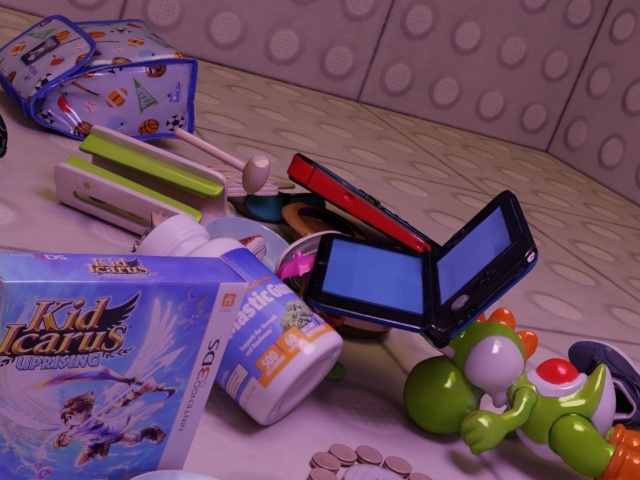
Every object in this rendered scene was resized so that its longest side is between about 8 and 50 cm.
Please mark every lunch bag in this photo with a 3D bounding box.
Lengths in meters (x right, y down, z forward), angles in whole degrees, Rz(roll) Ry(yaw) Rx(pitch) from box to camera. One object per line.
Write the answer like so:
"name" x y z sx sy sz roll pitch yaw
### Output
"lunch bag" -0.519 -0.370 2.199 0.386 0.238 0.328 -10 31 -29

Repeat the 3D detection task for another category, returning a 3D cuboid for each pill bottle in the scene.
"pill bottle" -0.115 0.092 1.241 0.272 0.152 0.152 42 23 16

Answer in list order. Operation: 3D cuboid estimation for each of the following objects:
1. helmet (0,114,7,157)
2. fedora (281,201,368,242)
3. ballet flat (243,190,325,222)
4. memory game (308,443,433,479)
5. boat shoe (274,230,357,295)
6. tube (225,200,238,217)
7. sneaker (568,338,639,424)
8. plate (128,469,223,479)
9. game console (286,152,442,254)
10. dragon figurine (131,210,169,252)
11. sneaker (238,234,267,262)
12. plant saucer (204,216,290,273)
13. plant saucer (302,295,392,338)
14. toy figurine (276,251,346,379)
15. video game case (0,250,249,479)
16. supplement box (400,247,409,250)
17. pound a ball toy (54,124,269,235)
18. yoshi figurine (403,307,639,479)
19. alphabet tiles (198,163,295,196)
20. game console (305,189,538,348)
"helmet" -0.619 -0.186 1.621 0.169 0.169 0.161 22 1 8
"fedora" 0.000 0.000 1.877 0.194 0.079 0.194 21 22 -9
"ballet flat" -0.085 -0.071 2.037 0.203 0.074 0.074 -1 26 -35
"memory game" 0.072 0.299 1.154 0.186 0.012 0.186 19 16 -6
"boat shoe" 0.068 0.055 1.635 0.095 0.112 0.335 28 14 39
"tube" -0.163 0.005 1.731 0.070 0.062 0.240 -27 32 -2
"sneaker" 0.484 0.239 1.671 0.163 0.086 0.226 9 21 -40
"plate" -0.119 0.291 0.949 0.188 0.024 0.188 17 18 -6
"game console" 0.110 -0.063 2.022 0.342 0.060 0.386 30 5 11
"dragon figurine" -0.247 0.057 1.416 0.085 0.144 0.289 18 36 -11
"sneaker" -0.135 0.065 1.494 0.092 0.088 0.225 61 28 -16
"plant saucer" -0.120 0.044 1.614 0.195 0.037 0.195 22 38 -18
"plant saucer" 0.044 0.122 1.638 0.168 0.029 0.168 19 18 -6
"toy figurine" -0.017 0.100 1.416 0.173 0.159 0.130 23 17 6
"video game case" -0.223 0.133 0.940 0.270 0.244 0.061 2 24 -44
"supplement box" 0.146 0.049 1.916 0.098 0.062 0.036 0 27 -46
"pound a ball toy" -0.274 -0.095 1.712 0.319 0.135 0.208 22 48 10
"yoshi figurine" 0.263 0.249 1.340 0.362 0.203 0.203 36 55 11
"alphabet tiles" -0.207 -0.128 2.008 0.278 0.021 0.284 -3 15 -30
"game console" 0.135 0.008 1.318 0.173 0.250 0.293 43 17 -10
